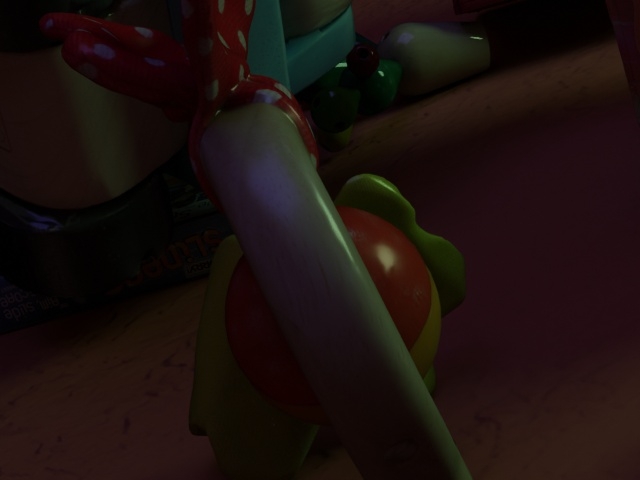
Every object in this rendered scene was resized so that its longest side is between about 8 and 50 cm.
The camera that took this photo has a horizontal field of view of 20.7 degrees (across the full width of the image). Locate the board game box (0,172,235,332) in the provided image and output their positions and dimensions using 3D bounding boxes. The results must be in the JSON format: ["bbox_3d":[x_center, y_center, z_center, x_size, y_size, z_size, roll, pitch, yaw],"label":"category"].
[{"bbox_3d":[-0.116,-0.006,1.059,0.201,0.035,0.136,-16,20,10],"label":"board game box"}]

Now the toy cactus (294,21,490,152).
[{"bbox_3d":[0.020,-0.124,1.170,0.180,0.112,0.219,-11,9,-8],"label":"toy cactus"}]

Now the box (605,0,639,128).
[{"bbox_3d":[0.289,-0.138,0.875,0.154,0.142,0.300,2,29,43],"label":"box"}]

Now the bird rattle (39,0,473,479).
[{"bbox_3d":[0.000,0.000,0.669,0.143,0.253,0.207,-23,44,-8],"label":"bird rattle"}]

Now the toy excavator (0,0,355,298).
[{"bbox_3d":[-0.026,-0.171,0.988,0.433,0.222,0.445,28,53,34],"label":"toy excavator"}]

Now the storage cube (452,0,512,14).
[{"bbox_3d":[0.166,-0.275,1.213,0.215,0.193,0.183,-16,5,11],"label":"storage cube"}]
